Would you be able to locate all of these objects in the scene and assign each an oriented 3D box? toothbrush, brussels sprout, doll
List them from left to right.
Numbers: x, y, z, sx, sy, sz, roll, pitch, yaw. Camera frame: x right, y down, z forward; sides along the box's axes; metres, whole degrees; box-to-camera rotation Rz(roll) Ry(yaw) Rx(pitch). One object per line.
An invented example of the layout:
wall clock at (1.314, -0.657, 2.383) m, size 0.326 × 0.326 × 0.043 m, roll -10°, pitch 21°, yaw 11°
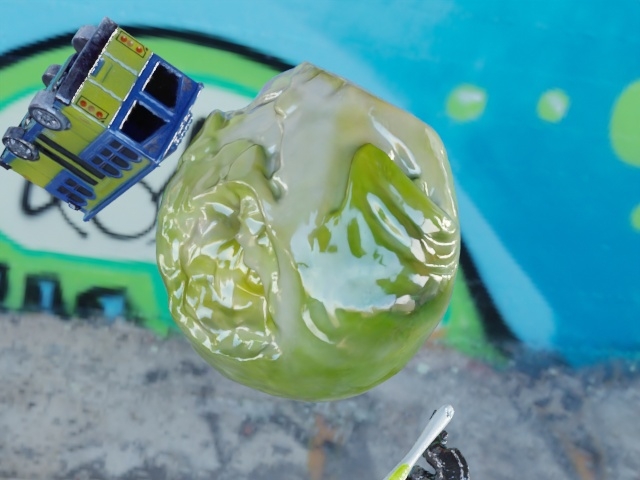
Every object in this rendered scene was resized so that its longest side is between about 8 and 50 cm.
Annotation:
brussels sprout at (0.000, 0.000, 1.289) m, size 0.344 × 0.344 × 0.268 m, roll -6°, pitch 18°, yaw -29°
toothbrush at (0.079, 0.278, 1.459) m, size 0.022 × 0.026 × 0.263 m, roll 54°, pitch 53°, yaw -14°
doll at (0.143, 0.337, 1.681) m, size 0.057 × 0.139 × 0.165 m, roll 20°, pitch 56°, yaw -42°

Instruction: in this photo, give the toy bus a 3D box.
toy bus at (-0.288, -0.146, 1.619) m, size 0.175 × 0.287 × 0.138 m, roll 34°, pitch 63°, yaw -17°
